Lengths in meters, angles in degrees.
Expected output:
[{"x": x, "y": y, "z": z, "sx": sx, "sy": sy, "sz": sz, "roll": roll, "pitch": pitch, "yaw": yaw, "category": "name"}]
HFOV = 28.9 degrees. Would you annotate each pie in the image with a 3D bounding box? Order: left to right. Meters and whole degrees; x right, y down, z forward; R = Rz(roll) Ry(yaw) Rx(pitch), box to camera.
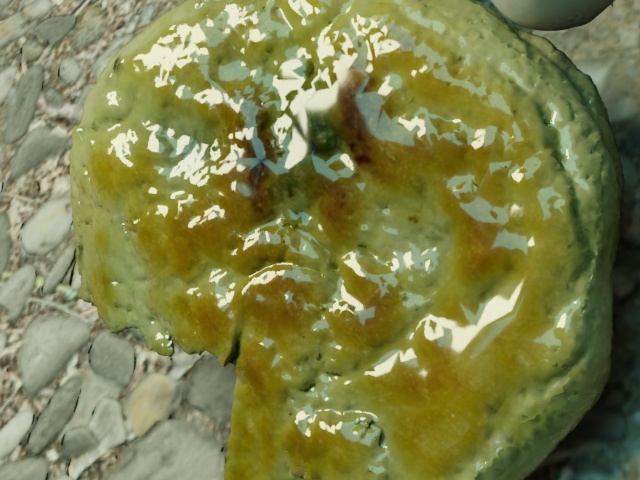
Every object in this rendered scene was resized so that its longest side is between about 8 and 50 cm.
[{"x": 0.000, "y": 0.000, "z": 0.652, "sx": 0.338, "sy": 0.075, "sz": 0.337, "roll": 1, "pitch": 92, "yaw": 30, "category": "pie"}]

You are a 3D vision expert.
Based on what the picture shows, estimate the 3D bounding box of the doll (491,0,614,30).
[{"x": 0.231, "y": -0.293, "z": 0.658, "sx": 0.366, "sy": 0.187, "sz": 0.376, "roll": -25, "pitch": 50, "yaw": 23, "category": "doll"}]
